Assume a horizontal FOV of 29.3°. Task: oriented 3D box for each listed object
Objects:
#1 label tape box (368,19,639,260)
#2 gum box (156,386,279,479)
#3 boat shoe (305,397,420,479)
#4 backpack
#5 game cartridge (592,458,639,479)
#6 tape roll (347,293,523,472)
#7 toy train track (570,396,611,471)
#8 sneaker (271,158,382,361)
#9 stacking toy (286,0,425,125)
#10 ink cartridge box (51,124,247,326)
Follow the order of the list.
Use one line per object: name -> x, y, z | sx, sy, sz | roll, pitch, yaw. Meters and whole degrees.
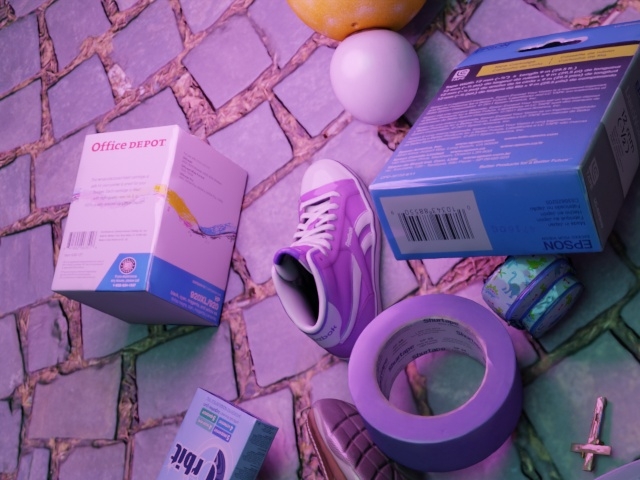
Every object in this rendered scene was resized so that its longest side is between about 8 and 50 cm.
label tape box -> 0.241, -0.120, 1.416 | 0.249, 0.115, 0.347 | -4, 31, 33
gum box -> -0.142, 0.294, 1.541 | 0.157, 0.041, 0.184 | 15, 78, 56
boat shoe -> 0.057, 0.315, 1.382 | 0.116, 0.123, 0.324 | -54, 43, 23
backpack -> 0.240, 0.053, 1.367 | 0.105, 0.114, 0.084 | -48, 65, 6
game cartridge -> 0.352, 0.295, 1.150 | 0.294, 0.060, 0.196 | -17, 54, -6
tape roll -> 0.130, 0.160, 1.380 | 0.189, 0.080, 0.189 | -9, 54, 12
toy train track -> 0.299, 0.211, 1.328 | 0.048, 0.014, 0.083 | -1, 64, 41
sneaker -> 0.001, 0.000, 1.522 | 0.102, 0.161, 0.282 | -25, 57, 25
stacking toy -> 0.048, -0.385, 1.617 | 0.351, 0.350, 0.480 | -13, 84, 29
ink cartridge box -> -0.229, -0.017, 1.674 | 0.171, 0.168, 0.232 | -1, 71, 33
